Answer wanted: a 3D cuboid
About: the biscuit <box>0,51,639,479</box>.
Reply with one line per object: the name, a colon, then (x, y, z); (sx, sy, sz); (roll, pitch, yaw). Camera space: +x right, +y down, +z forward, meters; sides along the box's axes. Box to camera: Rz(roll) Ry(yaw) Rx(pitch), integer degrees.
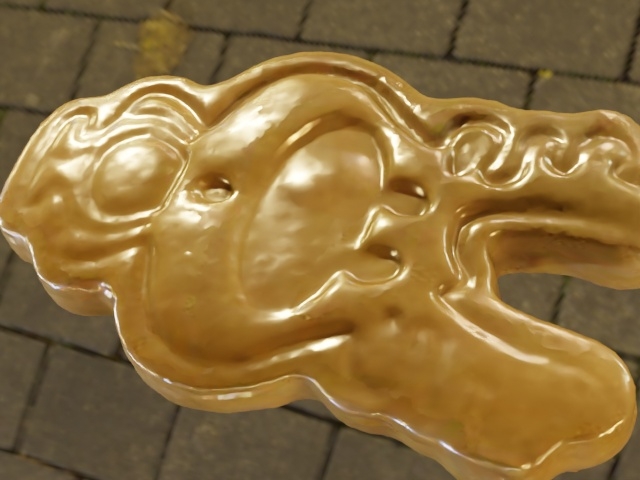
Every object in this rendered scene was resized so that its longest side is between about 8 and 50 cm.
biscuit: (0.000, -0.003, 0.550); (0.236, 0.040, 0.144); (14, 53, 20)
